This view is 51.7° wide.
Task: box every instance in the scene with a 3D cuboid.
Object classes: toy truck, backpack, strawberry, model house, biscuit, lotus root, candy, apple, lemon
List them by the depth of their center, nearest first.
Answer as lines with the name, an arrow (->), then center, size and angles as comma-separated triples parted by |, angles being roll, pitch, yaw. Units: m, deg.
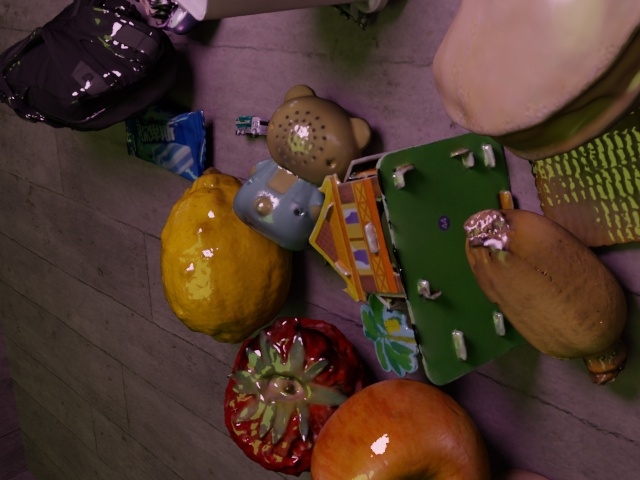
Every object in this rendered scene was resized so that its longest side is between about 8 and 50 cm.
biscuit -> 0.360, -0.116, 0.879 | 0.172, 0.029, 0.255 | -10, 97, 47
lotus root -> 0.309, 0.063, 0.895 | 0.303, 0.131, 0.146 | 45, 146, -12
apple -> 0.129, 0.362, 1.047 | 0.233, 0.285, 0.286 | -122, 15, -88
model house -> 0.145, 0.031, 1.062 | 0.312, 0.242, 0.358 | -4, 103, 63
strawberry -> -0.032, 0.296, 1.271 | 0.291, 0.310, 0.292 | -7, 73, 25
lemon -> -0.188, 0.037, 1.332 | 0.285, 0.285, 0.316 | 26, 94, 37
toy truck -> -0.139, -0.232, 1.341 | 0.083, 0.039, 0.044 | 8, 96, 46
backpack -> -0.492, -0.379, 1.414 | 0.445, 0.363, 0.255 | 24, 152, 40
candy -> -0.370, -0.247, 1.544 | 0.331, 0.077, 0.187 | 27, 128, 39

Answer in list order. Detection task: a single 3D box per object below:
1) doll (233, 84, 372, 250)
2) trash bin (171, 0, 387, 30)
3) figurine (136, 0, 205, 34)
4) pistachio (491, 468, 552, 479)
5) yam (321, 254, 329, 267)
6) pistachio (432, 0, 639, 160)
doll -> -0.035, -0.126, 1.156 | 0.177, 0.161, 0.261 | 35, 105, 19
trash bin -> -0.060, -0.439, 0.933 | 0.256, 0.367, 0.296 | 46, 144, 23
figurine -> -0.299, -0.503, 1.357 | 0.222, 0.145, 0.145 | 44, 132, 31
pistachio -> 0.335, 0.436, 1.057 | 0.185, 0.126, 0.108 | 5, 148, 43
yam -> 0.000, 0.000, 1.300 | 0.014, 0.014, 0.107 | -11, 96, 47
pistachio -> 0.272, -0.312, 0.717 | 0.365, 0.281, 0.446 | -122, 47, -60
